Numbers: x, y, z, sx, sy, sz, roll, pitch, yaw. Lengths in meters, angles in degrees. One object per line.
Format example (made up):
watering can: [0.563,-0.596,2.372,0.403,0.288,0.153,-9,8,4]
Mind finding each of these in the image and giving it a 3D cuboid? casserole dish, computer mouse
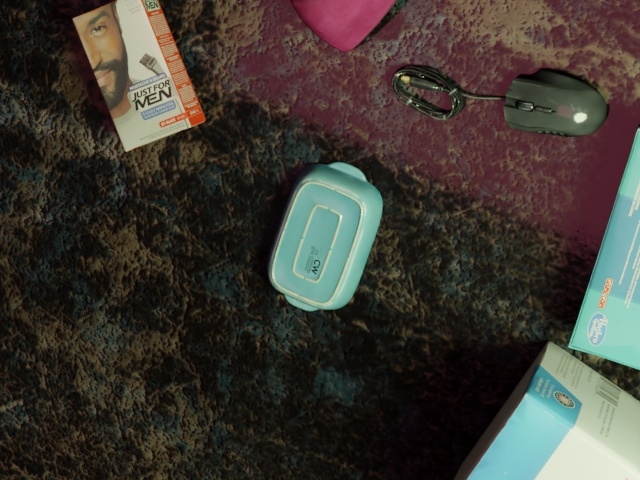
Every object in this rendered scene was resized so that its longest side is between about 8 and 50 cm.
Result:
casserole dish: [0.000,0.000,1.718,0.114,0.037,0.188,23,110,10]
computer mouse: [0.193,-0.156,1.620,0.242,0.041,0.071,8,106,15]

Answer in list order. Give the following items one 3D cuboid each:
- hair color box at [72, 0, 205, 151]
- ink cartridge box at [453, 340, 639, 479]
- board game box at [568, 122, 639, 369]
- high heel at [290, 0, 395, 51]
hair color box: [-0.212,-0.199,1.722,0.093,0.053,0.167,-19,96,20]
ink cartridge box: [0.298,0.285,1.615,0.270,0.198,0.197,34,110,7]
board game box: [0.464,0.043,1.569,0.336,0.079,0.254,18,107,11]
high heel: [0.128,-0.356,1.584,0.377,0.127,0.181,-26,133,12]
